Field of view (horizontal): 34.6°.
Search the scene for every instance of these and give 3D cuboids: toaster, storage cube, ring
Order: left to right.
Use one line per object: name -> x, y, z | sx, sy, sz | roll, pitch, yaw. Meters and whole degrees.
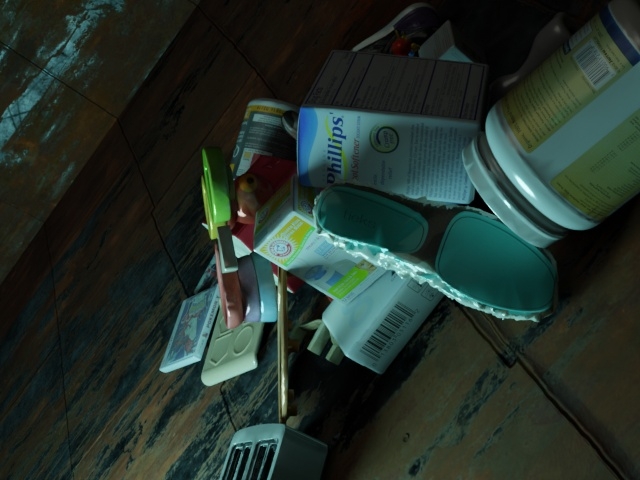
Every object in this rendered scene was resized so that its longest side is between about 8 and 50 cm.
toaster -> -0.078, 0.397, 1.725 | 0.168, 0.110, 0.185 | -18, 46, 50
storage cube -> -0.087, -0.037, 2.064 | 0.193, 0.183, 0.215 | -49, 27, -10
ring -> -0.058, 0.167, 1.823 | 0.336, 0.032, 0.336 | 180, 90, -86

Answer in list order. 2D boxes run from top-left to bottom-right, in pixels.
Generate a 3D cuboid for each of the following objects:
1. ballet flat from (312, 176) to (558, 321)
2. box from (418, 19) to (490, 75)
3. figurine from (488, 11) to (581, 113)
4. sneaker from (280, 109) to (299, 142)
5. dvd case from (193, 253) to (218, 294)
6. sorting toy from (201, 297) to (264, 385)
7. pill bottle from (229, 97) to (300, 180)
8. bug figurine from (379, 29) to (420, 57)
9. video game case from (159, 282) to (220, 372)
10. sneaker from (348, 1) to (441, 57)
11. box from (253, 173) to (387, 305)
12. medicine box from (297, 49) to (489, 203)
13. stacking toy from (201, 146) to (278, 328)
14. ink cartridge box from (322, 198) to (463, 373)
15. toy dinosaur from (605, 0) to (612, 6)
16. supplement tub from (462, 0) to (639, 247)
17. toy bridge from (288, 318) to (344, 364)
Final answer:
ballet flat -> 0.183, 0.007, 1.574 | 0.409, 0.147, 0.147 | 24, 81, 21
box -> 0.253, -0.340, 1.954 | 0.087, 0.101, 0.102 | -42, 30, 28
figurine -> 0.357, -0.246, 1.714 | 0.209, 0.092, 0.214 | -41, 31, 37
sneaker -> 0.031, -0.207, 2.102 | 0.272, 0.100, 0.108 | 33, 96, 32
dvd case -> -0.255, 0.083, 2.441 | 0.119, 0.013, 0.087 | -60, 27, -6
sorting toy -> -0.170, 0.193, 2.172 | 0.193, 0.038, 0.208 | -27, 45, 45
pill bottle -> -0.118, -0.158, 2.248 | 0.162, 0.162, 0.278 | 2, 73, 59
bug figurine -> 0.154, -0.289, 1.974 | 0.279, 0.072, 0.216 | -50, -37, -79
video game case -> -0.294, 0.201, 2.343 | 0.201, 0.023, 0.183 | -26, 43, 55
sneaker -> 0.140, -0.375, 2.178 | 0.283, 0.107, 0.124 | -42, 37, 28
box -> 0.000, 0.000, 1.722 | 0.114, 0.203, 0.103 | -43, 28, 29
medicine box -> 0.128, -0.197, 1.724 | 0.263, 0.290, 0.149 | -68, -18, -58
stacking toy -> -0.122, -0.017, 1.790 | 0.279, 0.131, 0.308 | 103, 156, -66
ink cartridge box -> 0.106, 0.016, 1.840 | 0.308, 0.091, 0.385 | -54, 29, 9
toy dinosaur -> 0.526, -0.432, 1.553 | 0.218, 0.164, 0.322 | -12, 31, 36
supplement tub -> 0.376, -0.158, 1.428 | 0.316, 0.228, 0.228 | -42, 31, 27
toy bridge -> 0.001, 0.180, 1.909 | 0.063, 0.026, 0.188 | -60, 26, -7
